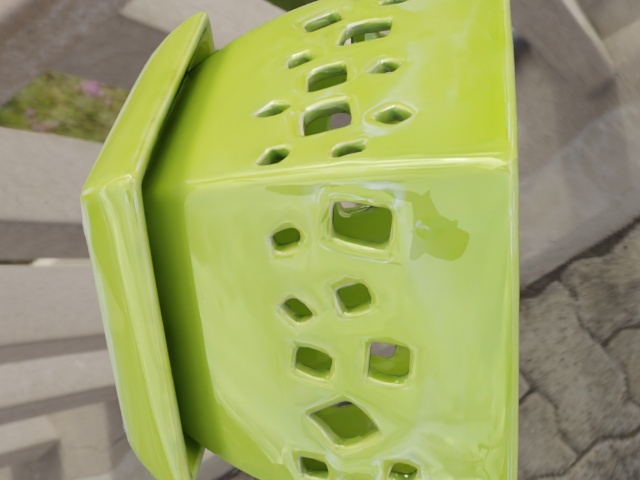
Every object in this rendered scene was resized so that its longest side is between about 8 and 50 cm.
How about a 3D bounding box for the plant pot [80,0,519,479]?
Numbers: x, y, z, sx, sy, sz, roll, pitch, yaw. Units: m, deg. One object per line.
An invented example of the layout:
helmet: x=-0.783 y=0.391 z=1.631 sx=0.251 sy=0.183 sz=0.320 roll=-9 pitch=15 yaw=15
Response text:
plant pot: x=0.000 y=0.000 z=0.697 sx=0.207 sy=0.228 sz=0.227 roll=-1 pitch=123 yaw=8
